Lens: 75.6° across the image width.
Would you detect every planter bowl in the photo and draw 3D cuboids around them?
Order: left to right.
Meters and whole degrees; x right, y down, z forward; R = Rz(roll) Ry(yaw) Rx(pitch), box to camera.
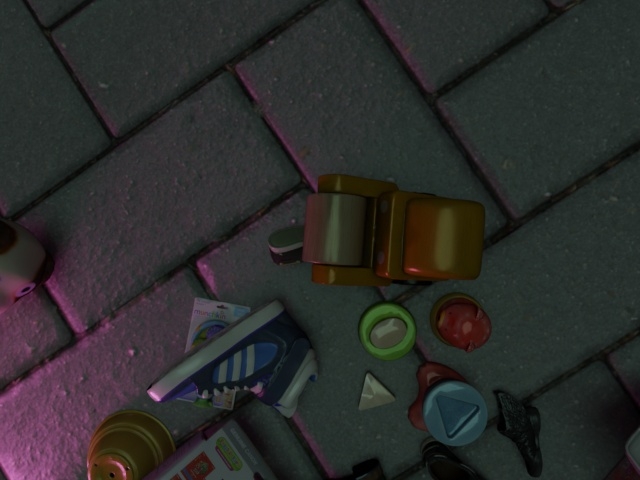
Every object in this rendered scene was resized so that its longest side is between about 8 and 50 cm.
[{"bbox_3d":[-0.446,0.506,0.927,0.216,0.090,0.218,0,89,5],"label":"planter bowl"}]

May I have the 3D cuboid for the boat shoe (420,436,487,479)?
[{"bbox_3d":[0.309,0.529,0.877,0.233,0.079,0.084,43,91,2],"label":"boat shoe"}]

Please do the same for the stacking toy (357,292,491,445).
[{"bbox_3d":[0.215,0.264,0.860,0.278,0.130,0.310,3,89,4],"label":"stacking toy"}]

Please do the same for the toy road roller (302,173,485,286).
[{"bbox_3d":[0.150,-0.011,0.776,0.329,0.240,0.203,4,89,-27],"label":"toy road roller"}]

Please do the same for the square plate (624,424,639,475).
[{"bbox_3d":[0.733,0.449,0.754,0.343,0.049,0.348,-21,70,-31],"label":"square plate"}]

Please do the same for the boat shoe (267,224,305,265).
[{"bbox_3d":[0.000,0.000,0.913,0.227,0.081,0.069,-11,133,-7],"label":"boat shoe"}]

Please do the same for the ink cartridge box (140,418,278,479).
[{"bbox_3d":[-0.214,0.578,0.865,0.271,0.130,0.310,-34,88,-24],"label":"ink cartridge box"}]

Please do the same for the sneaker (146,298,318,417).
[{"bbox_3d":[-0.153,0.297,0.853,0.322,0.130,0.237,-32,93,-21],"label":"sneaker"}]

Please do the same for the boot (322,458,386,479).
[{"bbox_3d":[0.050,0.575,0.893,0.219,0.082,0.106,-26,85,2],"label":"boot"}]

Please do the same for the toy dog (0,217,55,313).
[{"bbox_3d":[-0.814,0.049,0.899,0.406,0.285,0.396,6,53,6],"label":"toy dog"}]

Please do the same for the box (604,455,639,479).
[{"bbox_3d":[0.610,0.618,0.814,0.142,0.154,0.300,39,93,4],"label":"box"}]

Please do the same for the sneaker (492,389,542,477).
[{"bbox_3d":[0.420,0.413,0.884,0.088,0.051,0.171,1,85,4],"label":"sneaker"}]

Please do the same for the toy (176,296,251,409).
[{"bbox_3d":[-0.247,0.259,0.932,0.136,0.056,0.238,10,90,3],"label":"toy"}]
